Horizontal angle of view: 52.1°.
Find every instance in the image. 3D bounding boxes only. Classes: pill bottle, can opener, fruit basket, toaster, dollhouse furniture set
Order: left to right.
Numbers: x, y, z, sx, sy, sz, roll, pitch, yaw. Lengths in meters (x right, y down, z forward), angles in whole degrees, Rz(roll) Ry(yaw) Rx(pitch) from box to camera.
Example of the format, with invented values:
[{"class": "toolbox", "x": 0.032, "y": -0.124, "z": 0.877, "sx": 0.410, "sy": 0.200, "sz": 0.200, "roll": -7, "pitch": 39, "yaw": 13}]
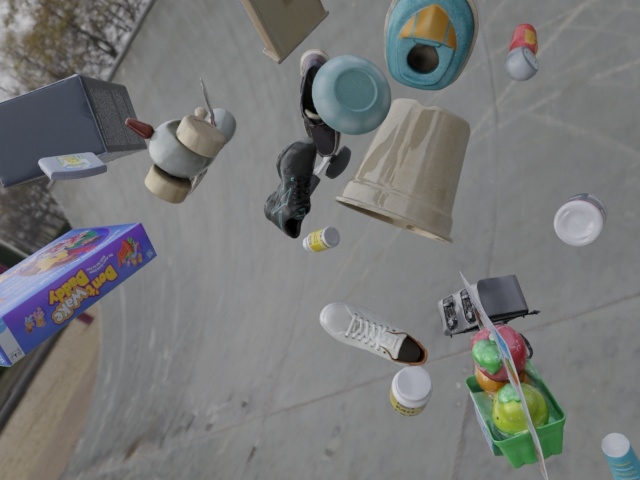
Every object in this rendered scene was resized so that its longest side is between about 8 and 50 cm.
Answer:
[{"class": "dollhouse furniture set", "x": -0.126, "y": -0.526, "z": 1.182, "sx": 0.286, "sy": 0.303, "sz": 0.198, "roll": -47, "pitch": -27, "yaw": -6}, {"class": "can opener", "x": -0.017, "y": -0.159, "z": 1.838, "sx": 0.280, "sy": 0.093, "sz": 0.074, "roll": -52, "pitch": 12, "yaw": 2}, {"class": "pill bottle", "x": 0.000, "y": 0.000, "z": 1.965, "sx": 0.116, "sy": 0.065, "sz": 0.065, "roll": -19, "pitch": 40, "yaw": 50}, {"class": "pill bottle", "x": 0.265, "y": 0.439, "z": 1.916, "sx": 0.208, "sy": 0.119, "sz": 0.119, "roll": 83, "pitch": -149, "yaw": -65}, {"class": "toaster", "x": 0.413, "y": 0.165, "z": 1.645, "sx": 0.168, "sy": 0.185, "sz": 0.110, "roll": -38, "pitch": 61, "yaw": 57}, {"class": "fruit basket", "x": 0.371, "y": 0.279, "z": 1.367, "sx": 0.165, "sy": 0.353, "sz": 0.327, "roll": -26, "pitch": 21, "yaw": 7}, {"class": "pill bottle", "x": 0.627, "y": -0.057, "z": 1.568, "sx": 0.108, "sy": 0.108, "sz": 0.180, "roll": -46, "pitch": -10, "yaw": 29}]

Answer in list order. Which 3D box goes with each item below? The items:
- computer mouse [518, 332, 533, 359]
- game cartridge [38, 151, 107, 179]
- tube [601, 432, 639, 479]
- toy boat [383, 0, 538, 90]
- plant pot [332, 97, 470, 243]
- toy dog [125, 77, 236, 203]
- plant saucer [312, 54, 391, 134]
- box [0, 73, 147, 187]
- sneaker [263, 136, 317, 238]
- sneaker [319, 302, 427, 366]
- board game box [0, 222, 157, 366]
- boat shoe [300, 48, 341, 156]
[{"class": "computer mouse", "x": 0.507, "y": 0.256, "z": 1.883, "sx": 0.071, "sy": 0.242, "sz": 0.041, "roll": -53, "pitch": -20, "yaw": -2}, {"class": "game cartridge", "x": -0.357, "y": -0.108, "z": 0.950, "sx": 0.056, "sy": 0.083, "sz": 0.017, "roll": 40, "pitch": 130, "yaw": 35}, {"class": "tube", "x": 0.625, "y": 0.466, "z": 1.335, "sx": 0.080, "sy": 0.207, "sz": 0.052, "roll": -13, "pitch": 41, "yaw": 31}, {"class": "toy boat", "x": 0.283, "y": -0.402, "z": 1.327, "sx": 0.268, "sy": 0.318, "sz": 0.148, "roll": 89, "pitch": -165, "yaw": -50}, {"class": "plant pot", "x": 0.237, "y": -0.191, "z": 1.711, "sx": 0.306, "sy": 0.333, "sz": 0.334, "roll": -70, "pitch": 18, "yaw": 1}, {"class": "toy dog", "x": -0.265, "y": -0.201, "z": 1.242, "sx": 0.220, "sy": 0.161, "sz": 0.333, "roll": -53, "pitch": 11, "yaw": 1}, {"class": "plant saucer", "x": 0.078, "y": -0.345, "z": 1.525, "sx": 0.195, "sy": 0.194, "sz": 0.037, "roll": -60, "pitch": 7, "yaw": -12}, {"class": "box", "x": -0.701, "y": -0.305, "z": 1.830, "sx": 0.293, "sy": 0.212, "sz": 0.395, "roll": -18, "pitch": 9, "yaw": 4}, {"class": "sneaker", "x": -0.050, "y": -0.118, "z": 1.499, "sx": 0.106, "sy": 0.101, "sz": 0.267, "roll": 56, "pitch": 145, "yaw": 30}, {"class": "sneaker", "x": 0.142, "y": 0.230, "z": 1.632, "sx": 0.106, "sy": 0.290, "sz": 0.123, "roll": -68, "pitch": 12, "yaw": -12}, {"class": "board game box", "x": -0.507, "y": 0.089, "z": 1.208, "sx": 0.233, "sy": 0.078, "sz": 0.347, "roll": -4, "pitch": 27, "yaw": 37}, {"class": "boat shoe", "x": -0.006, "y": -0.329, "z": 1.642, "sx": 0.092, "sy": 0.102, "sz": 0.285, "roll": -76, "pitch": -16, "yaw": -53}]
